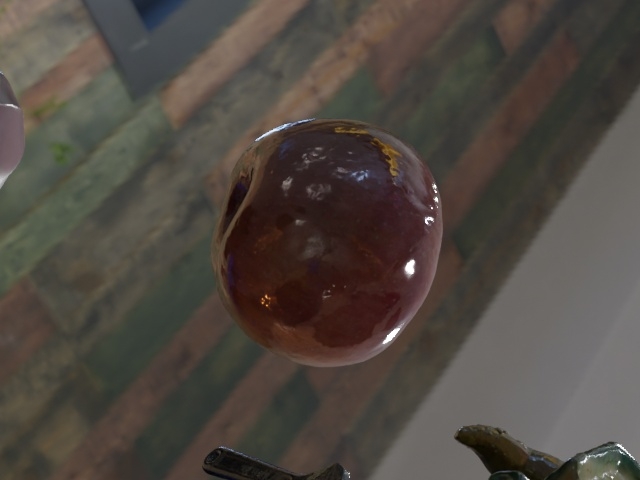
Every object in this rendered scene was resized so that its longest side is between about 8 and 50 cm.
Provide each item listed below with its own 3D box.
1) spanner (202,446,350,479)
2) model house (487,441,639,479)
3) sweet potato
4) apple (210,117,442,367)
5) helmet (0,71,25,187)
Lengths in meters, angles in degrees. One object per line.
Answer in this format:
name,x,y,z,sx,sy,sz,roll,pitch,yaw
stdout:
spanner,-0.039,0.186,1.264,0.046,0.012,0.208,-49,-156,-21
model house,0.184,0.394,1.649,0.382,0.334,0.343,-41,-146,25
sweet potato,0.267,0.283,1.808,0.067,0.273,0.067,-54,-170,14
apple,0.000,0.000,1.796,0.305,0.235,0.306,-162,-90,-77
helmet,-0.458,-0.155,1.800,0.197,0.338,0.271,-44,-113,-9
